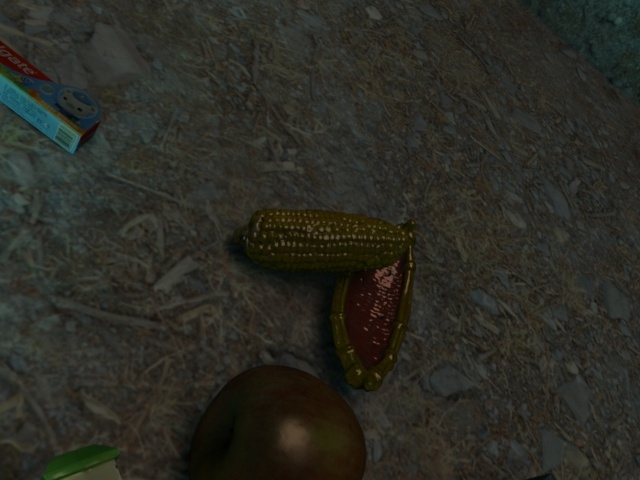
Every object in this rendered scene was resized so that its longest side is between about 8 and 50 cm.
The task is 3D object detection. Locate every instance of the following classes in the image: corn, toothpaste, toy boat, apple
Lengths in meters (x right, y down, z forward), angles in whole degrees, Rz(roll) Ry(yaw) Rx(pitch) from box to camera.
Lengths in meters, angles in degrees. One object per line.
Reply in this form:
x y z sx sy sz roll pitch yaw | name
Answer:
0.000 0.000 0.925 0.261 0.097 0.097 2 57 -8 | corn
-0.387 -0.205 0.843 0.193 0.044 0.070 39 43 -10 | toothpaste
0.082 0.099 0.962 0.141 0.099 0.318 32 49 -12 | toy boat
-0.045 0.238 0.702 0.173 0.188 0.188 29 47 -25 | apple

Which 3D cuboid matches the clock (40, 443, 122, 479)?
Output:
-0.178 0.320 0.528 0.106 0.220 0.255 -10 60 -40 | clock

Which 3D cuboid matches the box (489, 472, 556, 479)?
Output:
0.267 0.408 0.840 0.227 0.130 0.162 15 49 -59 | box
